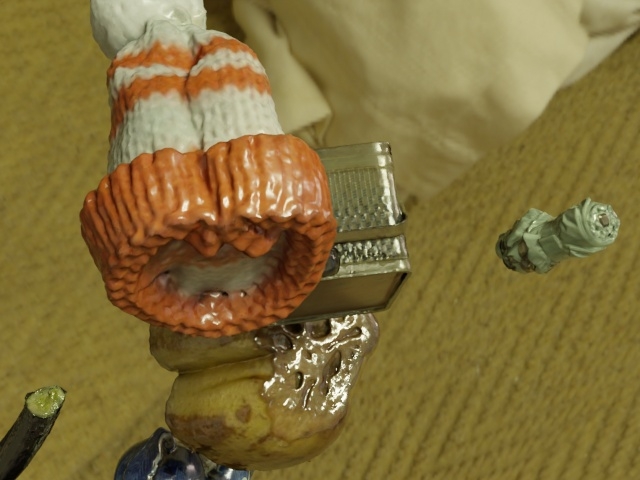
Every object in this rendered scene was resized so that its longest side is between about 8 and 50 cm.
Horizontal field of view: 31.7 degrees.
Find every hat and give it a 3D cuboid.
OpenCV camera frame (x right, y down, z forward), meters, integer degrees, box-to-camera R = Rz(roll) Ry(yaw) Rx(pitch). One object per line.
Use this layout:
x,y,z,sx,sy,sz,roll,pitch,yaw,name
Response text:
-0.053,-0.050,0.457,0.094,0.112,0.162,-1,59,-17,hat

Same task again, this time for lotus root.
-0.080,0.151,1.500,0.316,0.250,0.316,10,71,-32,lotus root

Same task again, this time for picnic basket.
0.000,0.000,1.229,0.165,0.266,0.139,-7,77,-5,picnic basket

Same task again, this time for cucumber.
-0.253,0.173,0.948,0.034,0.135,0.033,10,37,-38,cucumber

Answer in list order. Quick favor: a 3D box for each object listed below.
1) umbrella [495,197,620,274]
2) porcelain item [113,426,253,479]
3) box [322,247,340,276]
0.221,-0.003,1.088,0.062,0.143,0.067,15,73,-31,umbrella
-0.197,0.378,1.738,0.138,0.288,0.186,13,68,34,porcelain item
-0.045,0.026,0.949,0.126,0.125,0.026,-10,88,1,box
